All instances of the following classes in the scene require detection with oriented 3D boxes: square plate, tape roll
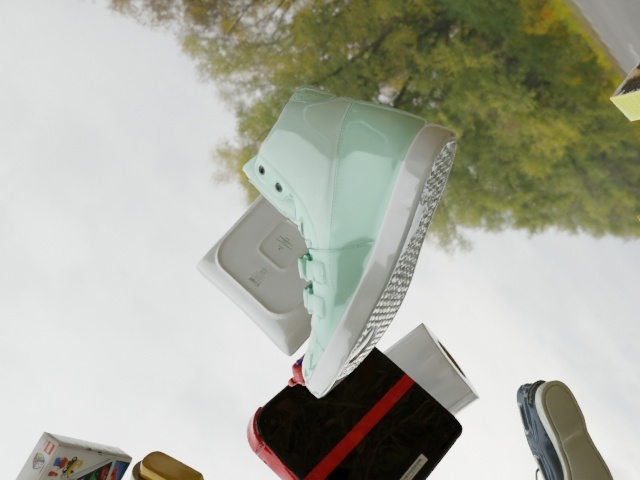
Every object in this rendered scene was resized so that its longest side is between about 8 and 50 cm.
[{"bbox_3d":[-0.069,0.018,1.451,0.347,0.344,0.049,38,172,32],"label":"square plate"},{"bbox_3d":[0.277,0.360,1.733,0.246,0.169,0.246,51,-174,-7],"label":"tape roll"}]

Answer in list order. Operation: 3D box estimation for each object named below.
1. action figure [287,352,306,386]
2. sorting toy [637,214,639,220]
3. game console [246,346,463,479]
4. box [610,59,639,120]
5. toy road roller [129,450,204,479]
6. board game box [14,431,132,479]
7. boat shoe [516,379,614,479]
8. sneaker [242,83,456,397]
[{"bbox_3d":[0.001,0.149,0.829,0.038,0.115,0.030,55,-161,13],"label":"action figure"},{"bbox_3d":[0.558,-0.041,1.060,0.044,0.075,0.083,20,-146,-32],"label":"sorting toy"},{"bbox_3d":[0.075,0.394,1.384,0.342,0.060,0.386,41,-132,16],"label":"game console"},{"bbox_3d":[0.522,-0.228,0.927,0.058,0.087,0.232,41,171,-14],"label":"box"},{"bbox_3d":[-0.369,0.695,1.604,0.329,0.203,0.240,23,-162,19],"label":"toy road roller"},{"bbox_3d":[-0.471,0.491,1.134,0.053,0.305,0.193,21,166,32],"label":"board game box"},{"bbox_3d":[0.358,0.332,0.979,0.095,0.079,0.255,-21,-95,-27],"label":"boat shoe"},{"bbox_3d":[0.000,-0.001,0.551,0.151,0.256,0.094,28,-153,20],"label":"sneaker"}]
